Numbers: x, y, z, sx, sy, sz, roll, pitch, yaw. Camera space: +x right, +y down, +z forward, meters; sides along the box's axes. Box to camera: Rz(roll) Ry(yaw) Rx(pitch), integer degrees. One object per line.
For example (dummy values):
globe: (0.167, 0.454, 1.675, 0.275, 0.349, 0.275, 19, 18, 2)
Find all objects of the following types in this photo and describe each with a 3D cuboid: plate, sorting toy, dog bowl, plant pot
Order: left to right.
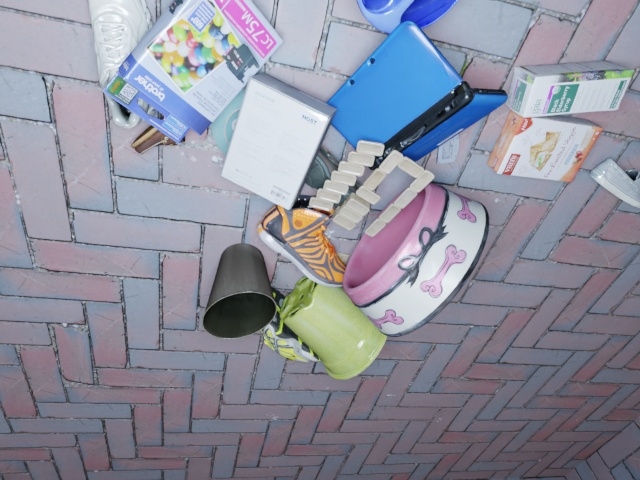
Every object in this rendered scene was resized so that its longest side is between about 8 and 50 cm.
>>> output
plate: (-0.162, -0.258, 0.945, 0.188, 0.024, 0.188, -4, 128, -6)
plant pot: (0.025, 0.238, 1.225, 0.254, 0.276, 0.276, 40, 113, -20)
sorting toy: (0.049, 0.070, 1.234, 0.062, 0.012, 0.083, 11, 125, -13)
dog bowl: (0.212, 0.027, 1.006, 0.150, 0.408, 0.408, 34, 117, -9)

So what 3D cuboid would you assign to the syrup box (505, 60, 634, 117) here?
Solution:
syrup box: (0.574, -0.356, 0.938, 0.237, 0.096, 0.093, -6, 128, -5)

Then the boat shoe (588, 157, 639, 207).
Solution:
boat shoe: (0.873, -0.164, 1.140, 0.228, 0.079, 0.081, 22, 125, -19)

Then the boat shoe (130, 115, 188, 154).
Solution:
boat shoe: (-0.328, -0.249, 0.895, 0.207, 0.073, 0.073, -31, 123, 15)

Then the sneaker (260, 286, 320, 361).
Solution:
sneaker: (-0.142, 0.288, 1.295, 0.147, 0.145, 0.384, -24, 121, 25)

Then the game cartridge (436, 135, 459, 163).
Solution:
game cartridge: (0.331, -0.241, 1.039, 0.056, 0.017, 0.083, -6, 128, 1)

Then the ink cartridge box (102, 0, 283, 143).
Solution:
ink cartridge box: (-0.238, -0.338, 0.770, 0.311, 0.065, 0.186, -44, 142, 9)

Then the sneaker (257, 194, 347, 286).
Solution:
sneaker: (0.000, 0.000, 1.099, 0.321, 0.124, 0.180, 34, 116, -27)

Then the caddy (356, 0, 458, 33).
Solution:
caddy: (0.179, -0.519, 0.648, 0.241, 0.179, 0.341, 3, 140, -35)

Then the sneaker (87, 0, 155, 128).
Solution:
sneaker: (-0.384, -0.361, 0.776, 0.110, 0.118, 0.292, 0, 126, -6)

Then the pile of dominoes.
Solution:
pile of dominoes: (0.113, -0.127, 0.959, 0.196, 0.040, 0.251, 29, 129, -17)

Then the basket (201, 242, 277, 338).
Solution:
basket: (-0.220, 0.126, 1.101, 0.204, 0.227, 0.154, -30, 125, 13)

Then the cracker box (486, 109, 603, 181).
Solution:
cracker box: (0.578, -0.244, 1.041, 0.232, 0.067, 0.155, 4, 126, -11)

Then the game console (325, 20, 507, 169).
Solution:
game console: (0.199, -0.297, 0.878, 0.250, 0.173, 0.293, -16, 171, -39)

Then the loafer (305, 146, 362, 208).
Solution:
loafer: (0.013, -0.174, 1.016, 0.096, 0.084, 0.267, -16, 131, 44)

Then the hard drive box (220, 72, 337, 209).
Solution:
hard drive box: (-0.095, -0.214, 0.881, 0.181, 0.089, 0.232, 27, 122, -1)
